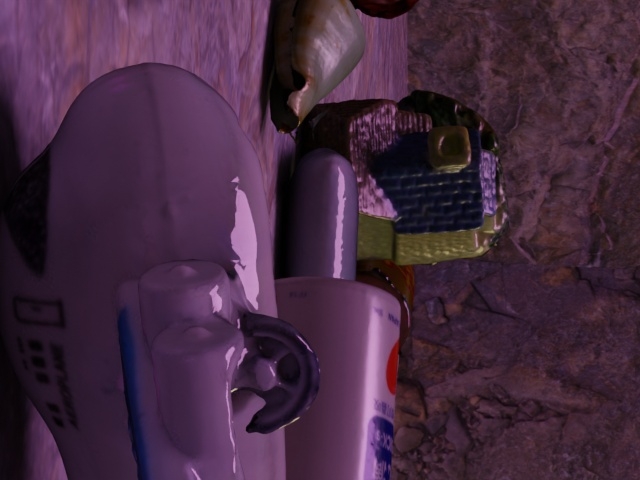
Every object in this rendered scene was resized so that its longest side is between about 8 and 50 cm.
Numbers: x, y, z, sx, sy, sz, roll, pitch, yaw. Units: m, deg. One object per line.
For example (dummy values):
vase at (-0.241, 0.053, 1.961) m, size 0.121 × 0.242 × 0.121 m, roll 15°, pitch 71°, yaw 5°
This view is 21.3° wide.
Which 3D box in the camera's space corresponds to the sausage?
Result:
sausage at (0.057, 0.058, 2.008) m, size 0.317 × 0.117 × 0.125 m, roll -63°, pitch 147°, yaw -75°

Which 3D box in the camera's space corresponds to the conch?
conch at (-0.011, -0.165, 1.485) m, size 0.170 × 0.079 × 0.105 m, roll -71°, pitch 149°, yaw -47°

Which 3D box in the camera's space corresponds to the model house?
model house at (0.090, -0.083, 1.779) m, size 0.189 × 0.214 × 0.195 m, roll 56°, pitch 35°, yaw -78°

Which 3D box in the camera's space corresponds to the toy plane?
toy plane at (-0.071, 0.058, 0.705) m, size 0.267 × 0.123 × 0.266 m, roll 177°, pitch -90°, yaw -78°

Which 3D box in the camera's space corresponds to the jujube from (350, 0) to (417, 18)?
jujube at (0.062, -0.303, 1.738) m, size 0.230 × 0.155 × 0.155 m, roll 8°, pitch 85°, yaw -86°

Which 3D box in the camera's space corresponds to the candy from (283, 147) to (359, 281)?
candy at (0.000, 0.000, 1.639) m, size 0.138 × 0.071 × 0.174 m, roll -119°, pitch -149°, yaw -83°

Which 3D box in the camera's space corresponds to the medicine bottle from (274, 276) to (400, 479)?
medicine bottle at (-0.009, 0.208, 1.381) m, size 0.130 × 0.130 × 0.341 m, roll 78°, pitch 17°, yaw -70°
